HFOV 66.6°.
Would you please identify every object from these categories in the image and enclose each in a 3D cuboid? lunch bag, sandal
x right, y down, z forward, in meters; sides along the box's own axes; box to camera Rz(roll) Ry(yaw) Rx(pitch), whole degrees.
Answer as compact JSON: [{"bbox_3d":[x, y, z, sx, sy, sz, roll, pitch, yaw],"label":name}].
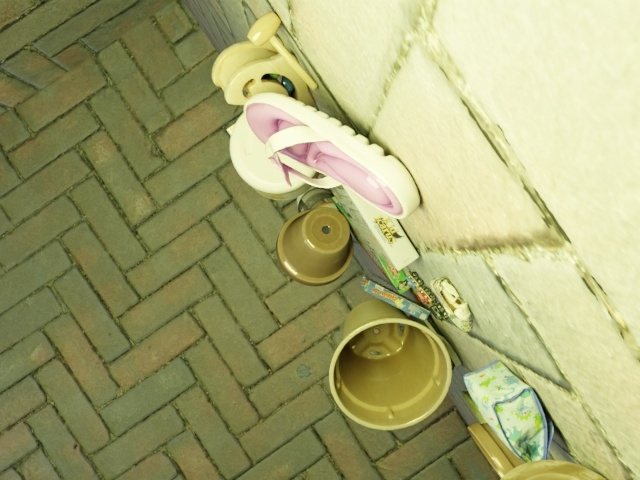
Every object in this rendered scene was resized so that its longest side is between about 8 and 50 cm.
[{"bbox_3d":[0.336,0.309,0.858,0.129,0.096,0.151,-118,5,-82],"label":"lunch bag"},{"bbox_3d":[-0.023,-0.138,0.802,0.416,0.102,0.169,32,163,42],"label":"sandal"}]

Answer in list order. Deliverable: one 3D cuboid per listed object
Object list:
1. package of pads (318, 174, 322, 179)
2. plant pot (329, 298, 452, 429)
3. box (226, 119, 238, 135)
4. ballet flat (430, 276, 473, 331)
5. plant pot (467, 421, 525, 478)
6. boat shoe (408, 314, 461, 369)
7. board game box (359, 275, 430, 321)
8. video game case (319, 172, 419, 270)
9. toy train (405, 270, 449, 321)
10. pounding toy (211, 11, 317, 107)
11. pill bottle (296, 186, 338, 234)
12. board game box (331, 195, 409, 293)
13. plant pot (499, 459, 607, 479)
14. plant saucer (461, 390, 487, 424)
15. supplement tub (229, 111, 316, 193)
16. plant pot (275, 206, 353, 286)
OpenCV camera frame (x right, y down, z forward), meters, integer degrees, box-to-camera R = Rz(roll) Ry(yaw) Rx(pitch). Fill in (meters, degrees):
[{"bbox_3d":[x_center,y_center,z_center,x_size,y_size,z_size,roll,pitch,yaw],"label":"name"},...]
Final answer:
[{"bbox_3d":[-0.009,-0.247,1.726,0.083,0.032,0.050,56,177,11],"label":"package of pads"},{"bbox_3d":[0.187,0.331,1.461,0.333,0.334,0.305,56,-173,-12],"label":"plant pot"},{"bbox_3d":[-0.219,-0.405,1.725,0.114,0.203,0.103,56,180,-19],"label":"box"},{"bbox_3d":[0.242,0.114,0.878,0.114,0.041,0.041,55,179,8],"label":"ballet flat"},{"bbox_3d":[0.477,0.535,1.193,0.237,0.110,0.237,55,180,0],"label":"plant pot"},{"bbox_3d":[0.344,0.328,1.584,0.109,0.091,0.305,57,179,-23],"label":"boat shoe"},{"bbox_3d":[0.221,0.173,1.476,0.201,0.035,0.136,27,-179,-5],"label":"board game box"},{"bbox_3d":[0.100,-0.070,1.092,0.244,0.061,0.269,55,179,-10],"label":"video game case"},{"bbox_3d":[0.249,0.131,1.156,0.158,0.036,0.027,56,179,41],"label":"toy train"},{"bbox_3d":[-0.100,-0.286,0.936,0.155,0.154,0.269,56,180,29],"label":"pounding toy"},{"bbox_3d":[0.005,-0.110,1.866,0.162,0.162,0.278,56,179,-30],"label":"pill bottle"},{"bbox_3d":[0.153,0.001,1.508,0.213,0.046,0.317,57,179,-38],"label":"board game box"},{"bbox_3d":[0.373,0.509,0.744,0.323,0.323,0.280,-125,17,-68],"label":"plant pot"},{"bbox_3d":[0.561,0.601,1.630,0.241,0.037,0.241,56,179,2],"label":"plant saucer"},{"bbox_3d":[-0.108,-0.227,1.307,0.228,0.228,0.316,56,180,-1],"label":"supplement tub"},{"bbox_3d":[0.000,0.000,1.563,0.263,0.263,0.229,56,161,7],"label":"plant pot"}]
